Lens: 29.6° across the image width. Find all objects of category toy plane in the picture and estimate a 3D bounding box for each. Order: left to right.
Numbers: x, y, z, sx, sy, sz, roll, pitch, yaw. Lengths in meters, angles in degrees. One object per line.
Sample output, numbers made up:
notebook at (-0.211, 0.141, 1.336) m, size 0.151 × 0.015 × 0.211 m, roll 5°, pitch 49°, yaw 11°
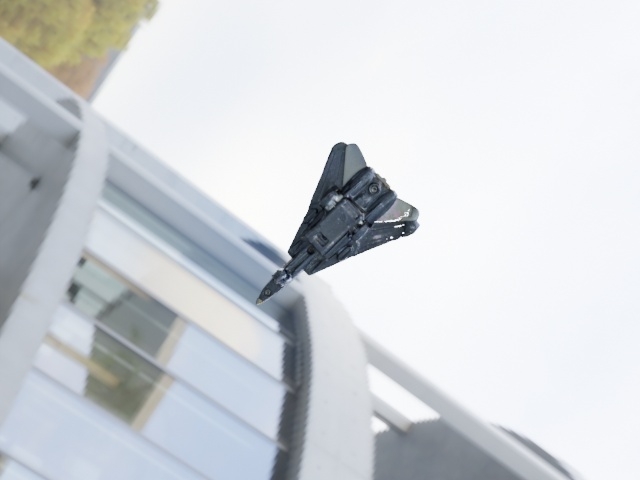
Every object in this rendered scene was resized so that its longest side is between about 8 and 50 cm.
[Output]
toy plane at (-0.001, 0.000, 2.077) m, size 0.316 × 0.204 × 0.103 m, roll -43°, pitch 175°, yaw 1°
